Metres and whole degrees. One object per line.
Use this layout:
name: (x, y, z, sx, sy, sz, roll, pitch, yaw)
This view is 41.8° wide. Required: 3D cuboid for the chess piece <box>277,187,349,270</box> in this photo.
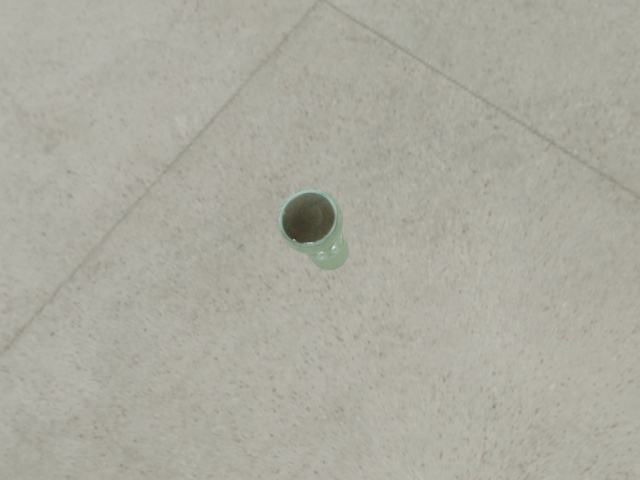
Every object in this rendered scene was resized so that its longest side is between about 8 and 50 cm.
chess piece: (0.000, 0.000, 0.805, 0.059, 0.149, 0.059, -2, 73, 8)
